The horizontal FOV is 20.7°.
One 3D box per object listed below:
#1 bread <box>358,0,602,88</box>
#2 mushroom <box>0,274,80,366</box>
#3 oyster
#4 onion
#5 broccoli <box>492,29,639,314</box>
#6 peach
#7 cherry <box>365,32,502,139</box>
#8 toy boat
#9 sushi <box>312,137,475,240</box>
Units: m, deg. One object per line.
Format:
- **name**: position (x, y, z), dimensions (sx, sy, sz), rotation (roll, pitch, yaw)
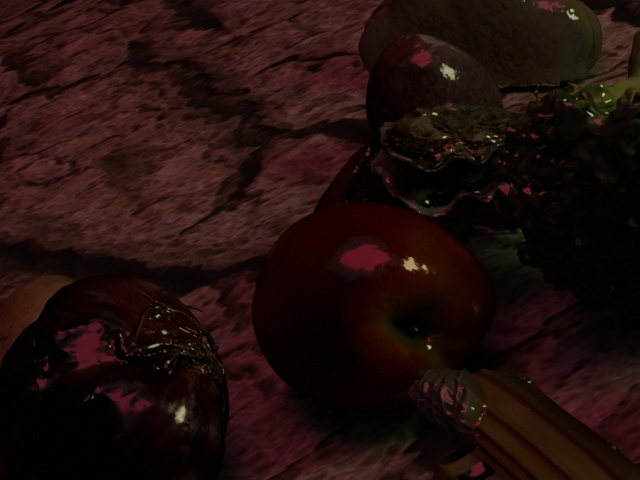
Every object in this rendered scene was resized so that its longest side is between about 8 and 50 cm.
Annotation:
- **bread**: position (0.203, -0.297, 2.320), dimensions (0.337, 0.183, 0.102), rotation (2, 25, 28)
- **mushroom**: position (-0.293, 0.117, 1.880), dimensions (0.166, 0.127, 0.166), rotation (-33, 24, 17)
- **oyster**: position (0.178, -0.081, 1.848), dimensions (0.267, 0.112, 0.198), rotation (-7, 25, -30)
- **onion**: position (-0.187, 0.166, 1.646), dimensions (0.281, 0.221, 0.281), rotation (-25, 44, 27)
- **broccoli**: position (0.345, -0.063, 1.664), dimensions (0.324, 0.334, 0.272), rotation (20, 70, 36)
- **peach**: position (0.050, 0.059, 1.727), dimensions (0.243, 0.200, 0.243), rotation (-8, 19, 3)
- **cherry**: position (0.137, -0.167, 2.130), dimensions (0.176, 0.176, 0.140), rotation (-1, 57, 26)
- **toy boat**: position (0.194, 0.236, 1.407), dimensions (0.162, 0.136, 0.445), rotation (-30, 32, -15)
- **sushi**: position (0.084, -0.026, 1.929), dimensions (0.126, 0.136, 0.225), rotation (3, 33, 32)
